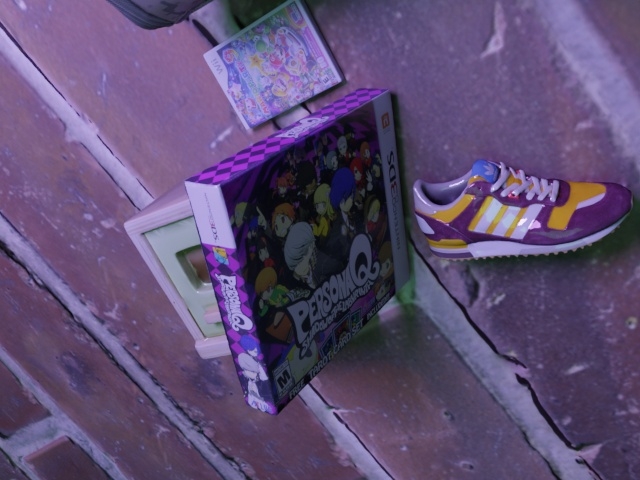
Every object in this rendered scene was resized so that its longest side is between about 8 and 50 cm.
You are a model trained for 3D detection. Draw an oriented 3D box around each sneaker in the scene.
[{"bbox_3d":[0.171,-0.035,0.543,0.186,0.069,0.083,-12,118,29],"label":"sneaker"}]

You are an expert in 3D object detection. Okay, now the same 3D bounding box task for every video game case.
[{"bbox_3d":[-0.047,-0.169,0.597,0.122,0.011,0.087,-20,110,32],"label":"video game case"},{"bbox_3d":[0.000,0.000,0.540,0.042,0.232,0.210,11,123,36],"label":"video game case"}]

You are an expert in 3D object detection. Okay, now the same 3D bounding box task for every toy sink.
[{"bbox_3d":[-0.069,0.038,0.657,0.153,0.131,0.234,-15,112,31],"label":"toy sink"}]

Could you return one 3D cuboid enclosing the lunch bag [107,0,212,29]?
[{"bbox_3d":[-0.079,-0.311,0.414,0.305,0.212,0.256,-16,125,31],"label":"lunch bag"}]
